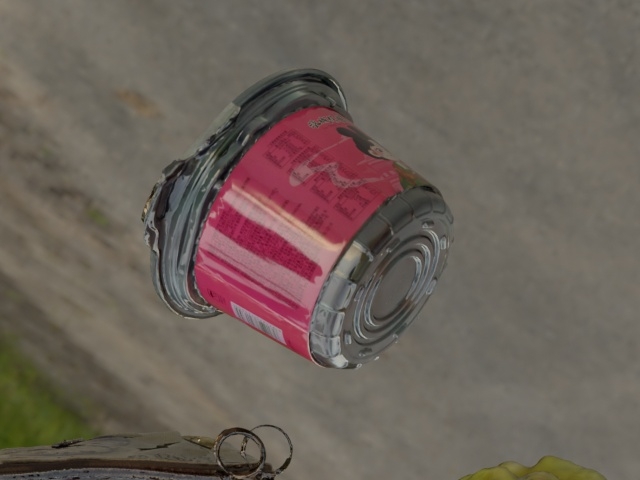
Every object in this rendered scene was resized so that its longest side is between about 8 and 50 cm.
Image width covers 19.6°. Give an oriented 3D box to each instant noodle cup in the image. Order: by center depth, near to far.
[{"bbox_3d":[0.000,0.000,1.643,0.181,0.302,0.258,34,123,26],"label":"instant noodle cup"}]

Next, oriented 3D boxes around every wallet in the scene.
[{"bbox_3d":[-0.200,0.224,1.866,0.335,0.068,0.275,-1,173,-4],"label":"wallet"}]

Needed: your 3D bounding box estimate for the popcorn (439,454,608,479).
[{"bbox_3d":[0.115,0.240,1.045,0.259,0.212,0.259,25,138,25],"label":"popcorn"}]
